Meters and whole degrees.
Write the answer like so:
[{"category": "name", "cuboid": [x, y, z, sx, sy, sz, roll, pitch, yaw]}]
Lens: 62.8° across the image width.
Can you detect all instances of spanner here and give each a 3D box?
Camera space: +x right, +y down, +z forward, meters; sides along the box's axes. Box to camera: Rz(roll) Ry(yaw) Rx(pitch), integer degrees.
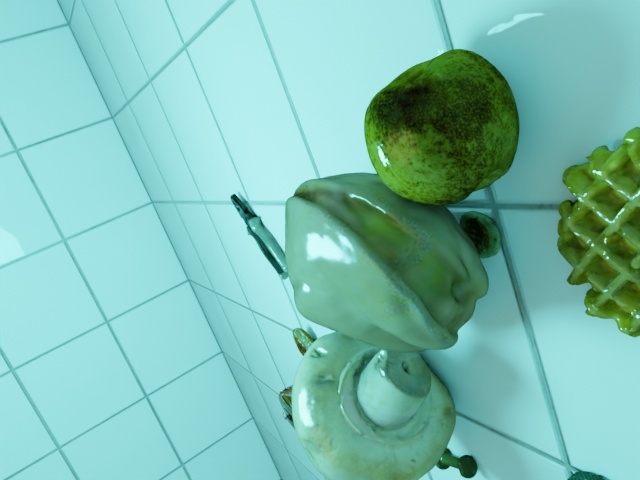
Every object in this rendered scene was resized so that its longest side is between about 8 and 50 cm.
[{"category": "spanner", "cuboid": [-0.193, -0.019, 1.659, 0.325, 0.040, 0.096, 54, 154, 15]}]

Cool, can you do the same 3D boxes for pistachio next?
[{"category": "pistachio", "cuboid": [0.090, 0.041, 0.888, 0.365, 0.281, 0.445, 44, 169, -16]}]

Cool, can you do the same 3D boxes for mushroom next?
[{"category": "mushroom", "cuboid": [0.131, 0.339, 1.120, 0.325, 0.354, 0.353, 25, 178, -35]}]

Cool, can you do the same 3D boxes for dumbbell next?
[{"category": "dumbbell", "cuboid": [0.314, 0.520, 1.228, 0.052, 0.046, 0.118, 67, 155, 2]}]

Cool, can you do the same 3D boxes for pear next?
[{"category": "pear", "cuboid": [0.157, -0.136, 0.680, 0.197, 0.197, 0.197, 44, 150, 34]}]

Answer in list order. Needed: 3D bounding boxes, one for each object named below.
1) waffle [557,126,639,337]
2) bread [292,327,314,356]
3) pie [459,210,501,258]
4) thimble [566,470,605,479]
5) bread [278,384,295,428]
[{"category": "waffle", "cuboid": [0.386, 0.022, 0.557, 0.329, 0.062, 0.329, 43, 149, 33]}, {"category": "bread", "cuboid": [-0.042, 0.356, 1.735, 0.154, 0.054, 0.136, 52, 157, 6]}, {"category": "pie", "cuboid": [0.253, -0.008, 0.834, 0.085, 0.017, 0.085, 45, 151, 34]}, {"category": "thimble", "cuboid": [0.443, 0.459, 0.865, 0.118, 0.090, 0.135, 38, 148, 46]}, {"category": "bread", "cuboid": [-0.076, 0.663, 2.019, 0.224, 0.142, 0.212, 9, 127, 61]}]
